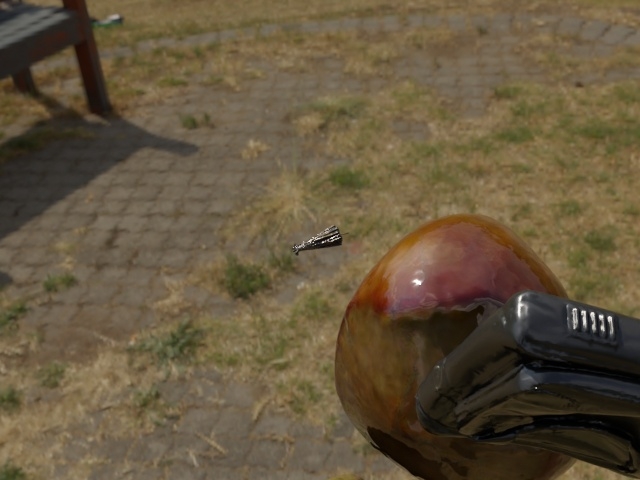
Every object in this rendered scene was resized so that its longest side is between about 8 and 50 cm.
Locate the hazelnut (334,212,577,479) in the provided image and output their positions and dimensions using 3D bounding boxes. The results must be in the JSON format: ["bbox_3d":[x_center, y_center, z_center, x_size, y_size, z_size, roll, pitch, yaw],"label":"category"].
[{"bbox_3d":[0.193,0.147,1.170,0.366,0.365,0.366,-4,35,3],"label":"hazelnut"}]

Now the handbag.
[{"bbox_3d":[0.244,0.145,0.806,0.275,0.244,0.088,12,61,-11],"label":"handbag"}]

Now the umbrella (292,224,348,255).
[{"bbox_3d":[0.000,0.000,1.268,0.083,0.031,0.020,-20,-9,1],"label":"umbrella"}]

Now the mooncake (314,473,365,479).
[{"bbox_3d":[0.016,0.553,1.312,0.246,0.394,0.393,-21,25,11],"label":"mooncake"}]
